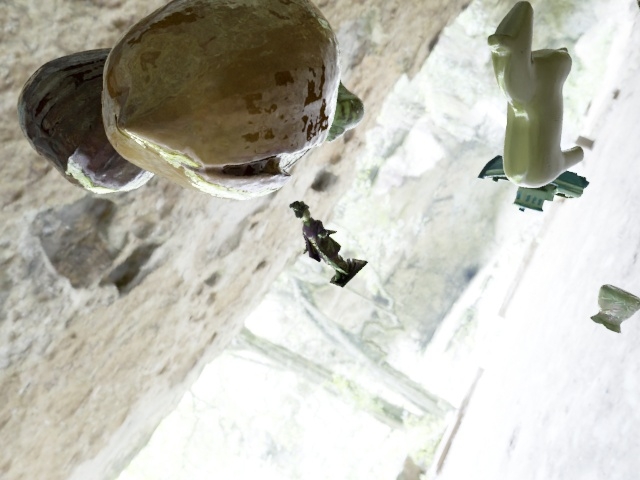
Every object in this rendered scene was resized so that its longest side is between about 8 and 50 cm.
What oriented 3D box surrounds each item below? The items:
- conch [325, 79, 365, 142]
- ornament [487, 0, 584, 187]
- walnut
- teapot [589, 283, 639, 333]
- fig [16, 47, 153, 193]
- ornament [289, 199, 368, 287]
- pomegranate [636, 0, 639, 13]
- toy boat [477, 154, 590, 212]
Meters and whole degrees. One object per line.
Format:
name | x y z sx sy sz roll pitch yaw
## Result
conch | 0.015 -0.328 1.498 0.124 0.181 0.187 -39 -38 25
ornament | 0.269 -0.179 0.799 0.245 0.061 0.230 -25 -60 -45
walnut | -0.093 -0.143 0.610 0.298 0.203 0.203 -35 -28 -55
teapot | 0.458 0.106 0.994 0.083 0.064 0.064 4 -68 -52
fig | -0.275 -0.225 0.943 0.321 0.217 0.217 -43 -6 8
ornament | 0.005 0.003 1.322 0.088 0.203 0.081 -43 22 -14
pomegranate | 0.384 -0.223 0.593 0.159 0.159 0.205 -58 -47 -30
toy boat | 0.427 -0.108 1.301 0.088 0.215 0.102 3 -77 -82
